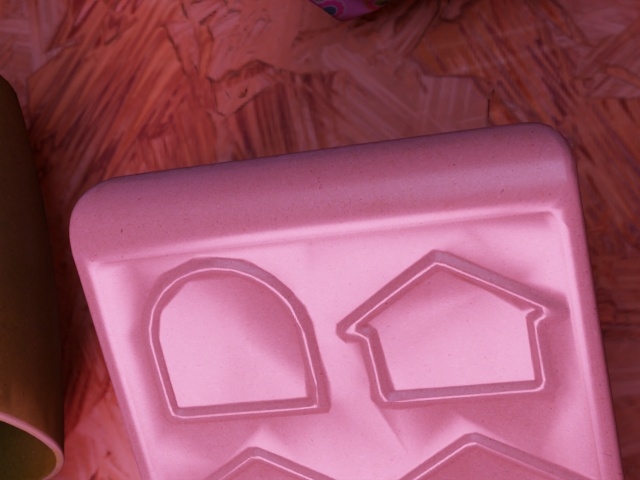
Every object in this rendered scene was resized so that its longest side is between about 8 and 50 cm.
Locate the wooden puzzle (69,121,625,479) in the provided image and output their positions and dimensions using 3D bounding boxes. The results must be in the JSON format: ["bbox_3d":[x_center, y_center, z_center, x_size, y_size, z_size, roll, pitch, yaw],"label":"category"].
[{"bbox_3d":[0.029,0.106,0.890,0.322,0.080,0.348,-7,107,16],"label":"wooden puzzle"}]

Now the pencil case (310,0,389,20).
[{"bbox_3d":[0.107,-0.250,0.983,0.284,0.124,0.124,-16,76,26],"label":"pencil case"}]

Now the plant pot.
[{"bbox_3d":[-0.311,0.012,1.010,0.275,0.275,0.293,-4,64,13],"label":"plant pot"}]
